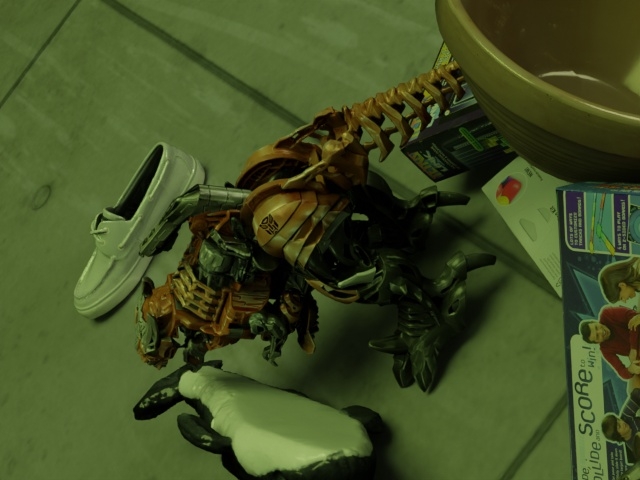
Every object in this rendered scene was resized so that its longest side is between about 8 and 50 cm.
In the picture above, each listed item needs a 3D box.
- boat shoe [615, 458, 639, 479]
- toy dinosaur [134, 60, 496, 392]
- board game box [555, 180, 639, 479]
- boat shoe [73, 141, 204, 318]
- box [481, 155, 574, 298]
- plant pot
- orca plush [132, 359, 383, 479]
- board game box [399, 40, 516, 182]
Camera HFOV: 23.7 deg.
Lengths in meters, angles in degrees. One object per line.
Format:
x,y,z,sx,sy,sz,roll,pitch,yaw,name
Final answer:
0.162,0.185,0.914,0.152,0.056,0.049,-46,52,29,boat shoe
0.000,0.000,1.103,0.322,0.218,0.164,-30,45,43,toy dinosaur
0.205,0.068,0.901,0.136,0.035,0.201,7,105,48,board game box
-0.184,-0.012,1.448,0.184,0.063,0.066,-50,37,3,boat shoe
0.217,-0.054,1.078,0.186,0.038,0.145,-43,37,11,box
0.184,-0.114,0.997,0.110,0.237,0.237,103,165,-45,plant pot
-0.053,0.169,1.140,0.287,0.151,0.102,11,101,47,orca plush
0.147,-0.137,1.176,0.141,0.048,0.170,-20,38,49,board game box
